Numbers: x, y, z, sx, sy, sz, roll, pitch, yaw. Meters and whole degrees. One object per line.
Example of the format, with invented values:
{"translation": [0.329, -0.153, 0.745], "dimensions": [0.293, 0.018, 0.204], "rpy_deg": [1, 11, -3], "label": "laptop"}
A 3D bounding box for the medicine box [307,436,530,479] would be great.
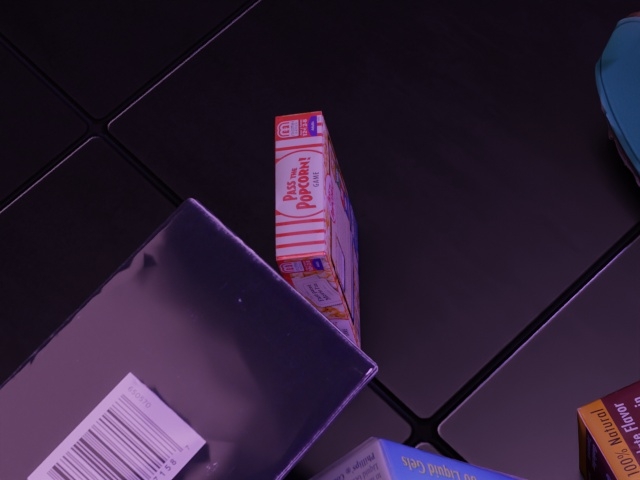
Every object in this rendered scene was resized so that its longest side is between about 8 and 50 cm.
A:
{"translation": [0.110, 0.315, 0.999], "dimensions": [0.149, 0.263, 0.289], "rpy_deg": [-39, 50, 25], "label": "medicine box"}

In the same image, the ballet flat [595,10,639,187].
{"translation": [0.395, -0.037, 1.264], "dimensions": [0.147, 0.147, 0.409], "rpy_deg": [-29, 60, -6], "label": "ballet flat"}

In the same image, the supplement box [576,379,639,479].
{"translation": [0.333, 0.196, 1.128], "dimensions": [0.194, 0.129, 0.191], "rpy_deg": [-24, 58, -3], "label": "supplement box"}

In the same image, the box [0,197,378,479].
{"translation": [-0.158, 0.186, 1.036], "dimensions": [0.179, 0.312, 0.343], "rpy_deg": [42, 70, 5], "label": "box"}

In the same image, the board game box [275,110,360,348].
{"translation": [0.000, 0.000, 1.278], "dimensions": [0.045, 0.193, 0.147], "rpy_deg": [-6, 58, 8], "label": "board game box"}
